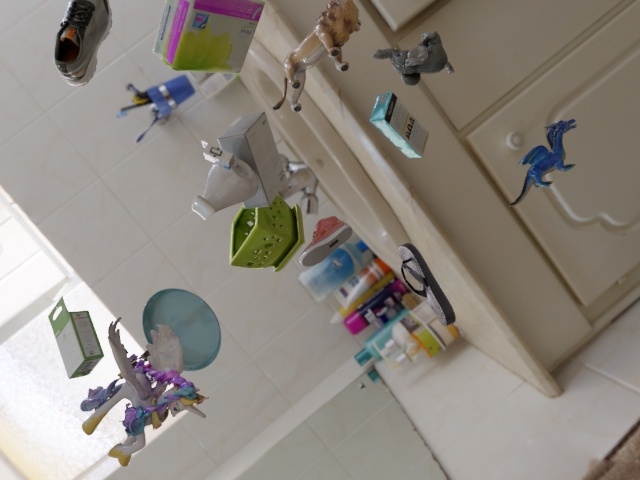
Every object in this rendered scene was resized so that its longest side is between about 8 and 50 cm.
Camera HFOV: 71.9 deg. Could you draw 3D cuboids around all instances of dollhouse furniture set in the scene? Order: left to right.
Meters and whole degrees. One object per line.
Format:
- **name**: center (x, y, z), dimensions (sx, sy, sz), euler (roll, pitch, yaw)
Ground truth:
- **dollhouse furniture set**: center (-0.612, 0.382, 1.530), dimensions (0.091, 0.081, 0.114), euler (54, -146, -2)

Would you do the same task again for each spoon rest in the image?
- **spoon rest**: center (-0.249, -0.133, 1.134), dimensions (0.137, 0.084, 0.276), euler (42, -147, -9)

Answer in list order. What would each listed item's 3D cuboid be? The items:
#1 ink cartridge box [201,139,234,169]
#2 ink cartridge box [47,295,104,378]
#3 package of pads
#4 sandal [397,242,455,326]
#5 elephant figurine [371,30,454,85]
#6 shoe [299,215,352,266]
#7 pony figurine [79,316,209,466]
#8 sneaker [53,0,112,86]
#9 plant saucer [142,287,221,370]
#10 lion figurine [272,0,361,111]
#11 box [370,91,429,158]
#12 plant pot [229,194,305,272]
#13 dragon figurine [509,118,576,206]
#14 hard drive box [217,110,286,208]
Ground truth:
- **ink cartridge box**: center (-0.252, -0.205, 1.065), dimensions (0.083, 0.028, 0.048), euler (24, 167, -3)
- **ink cartridge box**: center (-0.696, 0.270, 1.255), dimensions (0.062, 0.109, 0.209), euler (1, -130, -55)
- **package of pads**: center (-0.298, -0.575, 1.204), dimensions (0.101, 0.229, 0.296), euler (39, -148, 13)
- **sandal**: center (0.247, 0.101, 1.093), dimensions (0.097, 0.054, 0.254), euler (72, 175, -46)
- **elephant figurine**: center (0.358, -0.694, 1.722), dimensions (0.186, 0.239, 0.169), euler (43, 159, 56)
- **shoe**: center (0.000, 0.000, 1.249), dimensions (0.081, 0.178, 0.063), euler (41, 160, 41)
- **pony figurine**: center (-0.520, 0.428, 1.281), dimensions (0.351, 0.363, 0.303), euler (56, -169, 18)
- **sneaker**: center (-0.605, -0.536, 1.119), dimensions (0.100, 0.272, 0.108), euler (11, 176, -8)
- **plant saucer**: center (-0.487, 0.313, 1.571), dimensions (0.318, 0.317, 0.043), euler (52, -159, -1)
- **lion figurine**: center (-0.029, -0.619, 1.467), dimensions (0.142, 0.392, 0.240), euler (28, -139, -53)
- **box**: center (0.266, -0.373, 1.459), dimensions (0.060, 0.101, 0.244), euler (4, 161, 45)
- **plant pot**: center (-0.187, -0.029, 1.594), dimensions (0.207, 0.227, 0.228), euler (19, -139, -26)
- **dragon figurine**: center (0.661, -0.238, 1.344), dimensions (0.144, 0.289, 0.085), euler (50, -161, 3)
- **hard drive box**: center (-0.197, -0.242, 1.329), dimensions (0.181, 0.089, 0.232), euler (-68, -31, -52)
